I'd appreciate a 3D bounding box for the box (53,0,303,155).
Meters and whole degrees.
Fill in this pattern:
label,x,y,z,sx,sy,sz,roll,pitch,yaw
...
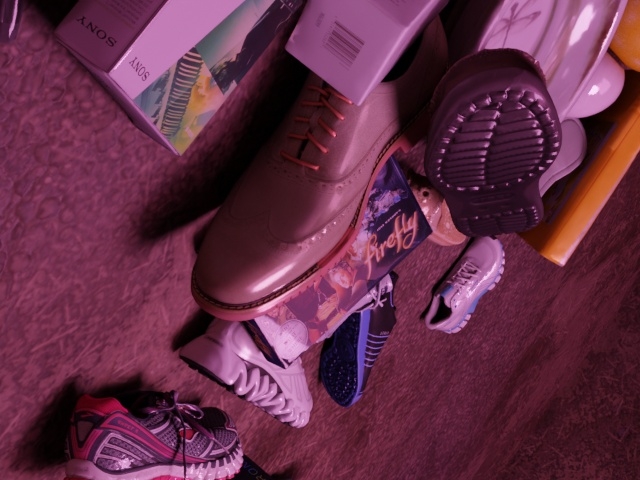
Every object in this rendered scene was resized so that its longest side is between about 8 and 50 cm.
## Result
label,x,y,z,sx,sy,sz,roll,pitch,yaw
box,-0.053,-0.228,0.867,0.322,0.058,0.232,-51,170,-4

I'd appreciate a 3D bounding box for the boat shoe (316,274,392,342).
label,x,y,z,sx,sy,sz,roll,pitch,yaw
boat shoe,0.051,0.040,1.364,0.079,0.081,0.227,90,25,-50

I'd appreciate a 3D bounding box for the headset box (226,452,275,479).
label,x,y,z,sx,sy,sz,roll,pitch,yaw
headset box,-0.141,0.374,1.312,0.283,0.246,0.131,-2,124,-59

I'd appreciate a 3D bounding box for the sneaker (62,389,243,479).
label,x,y,z,sx,sy,sz,roll,pitch,yaw
sneaker,-0.170,0.214,1.224,0.299,0.121,0.112,5,87,-71

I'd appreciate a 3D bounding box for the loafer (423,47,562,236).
label,x,y,z,sx,sy,sz,roll,pitch,yaw
loafer,0.169,-0.113,1.172,0.366,0.134,0.130,72,12,-71

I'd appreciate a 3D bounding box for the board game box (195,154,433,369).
label,x,y,z,sx,sy,sz,roll,pitch,yaw
board game box,0.000,0.000,1.228,0.243,0.042,0.165,-42,121,-21

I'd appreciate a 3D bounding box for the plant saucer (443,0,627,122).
label,x,y,z,sx,sy,sz,roll,pitch,yaw
plant saucer,0.241,-0.247,1.381,0.400,0.100,0.400,-40,151,-28

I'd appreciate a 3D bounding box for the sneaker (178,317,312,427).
label,x,y,z,sx,sy,sz,roll,pitch,yaw
sneaker,-0.060,0.145,1.347,0.118,0.110,0.292,-60,157,-10

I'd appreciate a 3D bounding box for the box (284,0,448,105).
label,x,y,z,sx,sy,sz,roll,pitch,yaw
box,0.064,-0.232,1.020,0.170,0.091,0.130,-51,178,-31

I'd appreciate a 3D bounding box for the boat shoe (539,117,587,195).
label,x,y,z,sx,sy,sz,roll,pitch,yaw
boat shoe,0.275,-0.102,1.626,0.302,0.091,0.114,-22,97,-42

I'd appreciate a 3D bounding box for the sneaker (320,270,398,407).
label,x,y,z,sx,sy,sz,roll,pitch,yaw
sneaker,0.061,0.137,1.570,0.090,0.081,0.232,-27,143,-34

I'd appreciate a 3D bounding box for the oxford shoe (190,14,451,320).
label,x,y,z,sx,sy,sz,roll,pitch,yaw
oxford shoe,-0.005,-0.098,1.106,0.397,0.140,0.146,-55,154,-26

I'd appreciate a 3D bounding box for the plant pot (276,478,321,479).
label,x,y,z,sx,sy,sz,roll,pitch,yaw
plant pot,-0.037,0.563,1.681,0.341,0.341,0.334,-27,135,-46

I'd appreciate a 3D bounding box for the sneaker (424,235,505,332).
label,x,y,z,sx,sy,sz,roll,pitch,yaw
sneaker,0.229,0.074,1.810,0.083,0.071,0.190,-1,122,-54

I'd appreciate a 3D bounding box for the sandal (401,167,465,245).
label,x,y,z,sx,sy,sz,roll,pitch,yaw
sandal,0.126,-0.052,1.361,0.240,0.079,0.088,21,65,-46

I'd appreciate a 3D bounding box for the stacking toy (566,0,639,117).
label,x,y,z,sx,sy,sz,roll,pitch,yaw
stacking toy,0.503,-0.348,1.571,0.480,0.350,0.350,-44,159,18

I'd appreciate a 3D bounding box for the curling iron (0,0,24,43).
label,x,y,z,sx,sy,sz,roll,pitch,yaw
curling iron,-0.188,-0.249,0.688,0.068,0.035,0.274,-23,140,-43

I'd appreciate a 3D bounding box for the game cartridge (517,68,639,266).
label,x,y,z,sx,sy,sz,roll,pitch,yaw
game cartridge,0.426,-0.127,1.783,0.323,0.053,0.285,-60,-176,8
